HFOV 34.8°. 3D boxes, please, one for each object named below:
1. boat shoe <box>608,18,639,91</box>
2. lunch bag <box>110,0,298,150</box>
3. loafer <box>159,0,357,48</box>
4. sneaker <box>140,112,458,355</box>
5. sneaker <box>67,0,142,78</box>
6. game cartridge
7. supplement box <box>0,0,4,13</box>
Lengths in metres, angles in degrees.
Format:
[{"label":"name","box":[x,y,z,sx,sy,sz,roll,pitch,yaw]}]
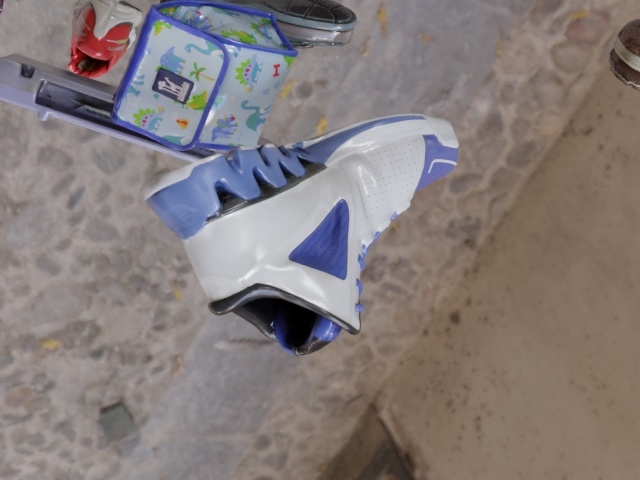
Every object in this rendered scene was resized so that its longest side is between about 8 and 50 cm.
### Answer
[{"label":"boat shoe","box":[0.329,-0.094,0.794,0.257,0.095,0.095,13,124,-16]},{"label":"lunch bag","box":[-0.117,-0.160,0.993,0.151,0.096,0.129,5,128,-34]},{"label":"loafer","box":[-0.084,-0.288,1.342,0.267,0.096,0.084,15,125,9]},{"label":"sneaker","box":[-0.001,0.000,0.913,0.315,0.182,0.127,-18,180,-40]},{"label":"sneaker","box":[-0.348,-0.301,1.556,0.107,0.279,0.118,26,84,-12]},{"label":"game cartridge","box":[-0.215,-0.143,1.247,0.355,0.230,0.068,18,93,-15]},{"label":"supplement box","box":[-0.383,-0.234,0.893,0.188,0.081,0.104,4,166,-30]}]
